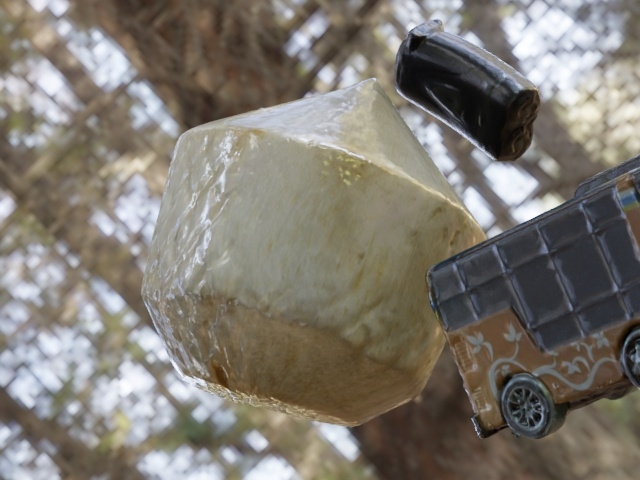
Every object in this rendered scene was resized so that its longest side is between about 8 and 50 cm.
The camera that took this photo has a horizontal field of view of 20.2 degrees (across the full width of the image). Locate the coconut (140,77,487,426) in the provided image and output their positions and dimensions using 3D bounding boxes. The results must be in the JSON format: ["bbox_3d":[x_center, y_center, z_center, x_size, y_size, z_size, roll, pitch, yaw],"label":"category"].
[{"bbox_3d":[0.000,0.000,1.627,0.329,0.329,0.329,-42,-15,-14],"label":"coconut"}]

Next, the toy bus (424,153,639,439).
[{"bbox_3d":[0.224,0.036,1.344,0.138,0.167,0.275,-17,-7,-43],"label":"toy bus"}]

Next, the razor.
[{"bbox_3d":[0.135,-0.139,1.659,0.054,0.148,0.090,-29,-37,-37],"label":"razor"}]
